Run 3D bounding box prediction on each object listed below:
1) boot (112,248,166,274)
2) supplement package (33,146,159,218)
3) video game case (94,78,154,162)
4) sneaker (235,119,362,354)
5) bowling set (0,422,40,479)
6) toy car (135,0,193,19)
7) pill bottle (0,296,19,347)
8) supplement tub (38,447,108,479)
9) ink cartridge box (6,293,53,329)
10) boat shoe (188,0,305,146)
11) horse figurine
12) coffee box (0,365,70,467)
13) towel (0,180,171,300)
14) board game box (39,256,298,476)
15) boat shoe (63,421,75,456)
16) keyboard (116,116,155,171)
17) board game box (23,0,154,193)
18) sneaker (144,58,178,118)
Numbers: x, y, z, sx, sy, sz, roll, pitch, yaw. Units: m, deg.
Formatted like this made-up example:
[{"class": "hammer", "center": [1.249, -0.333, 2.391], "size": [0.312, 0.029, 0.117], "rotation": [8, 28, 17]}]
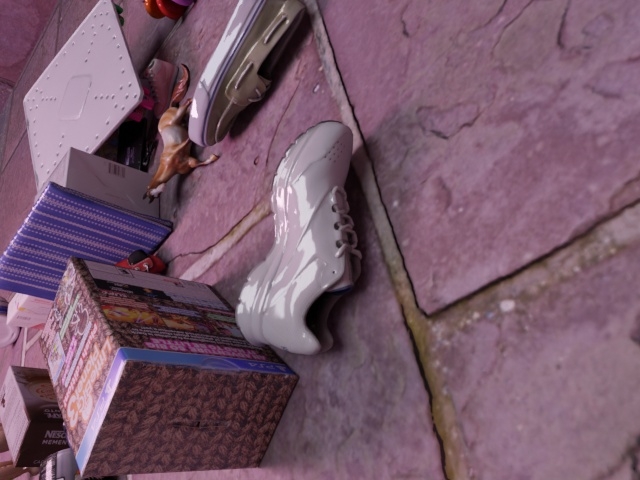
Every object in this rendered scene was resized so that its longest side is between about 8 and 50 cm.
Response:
[{"class": "boot", "center": [-0.365, 0.102, 0.978], "size": [0.176, 0.088, 0.244], "rotation": [-25, 32, -5]}, {"class": "supplement package", "center": [-0.477, -0.056, 1.136], "size": [0.203, 0.194, 0.149], "rotation": [-33, 52, 36]}, {"class": "video game case", "center": [-0.505, -0.291, 1.318], "size": [0.206, 0.026, 0.227], "rotation": [13, 85, 21]}, {"class": "sneaker", "center": [0.000, 0.000, 0.665], "size": [0.129, 0.111, 0.297], "rotation": [14, 91, 35]}, {"class": "bowling set", "center": [-0.716, 0.518, 1.261], "size": [0.287, 0.154, 0.200], "rotation": [-12, 86, 45]}, {"class": "toy car", "center": [-0.357, -0.600, 1.268], "size": [0.182, 0.159, 0.136], "rotation": [-33, 87, 36]}, {"class": "pill bottle", "center": [-1.031, 0.252, 1.717], "size": [0.186, 0.112, 0.112], "rotation": [31, 99, 50]}, {"class": "supplement tub", "center": [-0.430, 0.474, 0.943], "size": [0.117, 0.117, 0.190], "rotation": [-44, 47, 29]}, {"class": "ink cartridge box", "center": [-0.709, 0.152, 1.384], "size": [0.198, 0.115, 0.067], "rotation": [-39, 49, 32]}, {"class": "boat shoe", "center": [-0.129, -0.280, 0.900], "size": [0.302, 0.094, 0.109], "rotation": [-60, -4, 24]}, {"class": "horse figurine", "center": [-0.274, -0.215, 1.069], "size": [0.174, 0.066, 0.263], "rotation": [-24, 61, 34]}, {"class": "coffee box", "center": [-0.575, 0.364, 1.133], "size": [0.246, 0.141, 0.098], "rotation": [23, 93, 49]}, {"class": "towel", "center": [-0.484, 0.025, 1.079], "size": [0.336, 0.243, 0.040], "rotation": [-40, 46, 31]}, {"class": "board game box", "center": [-0.217, 0.159, 0.730], "size": [0.291, 0.232, 0.141], "rotation": [33, 102, 50]}, {"class": "boat shoe", "center": [-0.438, 0.258, 1.022], "size": [0.158, 0.127, 0.340], "rotation": [-55, 43, 8]}, {"class": "keyboard", "center": [-0.426, -0.194, 1.246], "size": [0.108, 0.023, 0.180], "rotation": [-4, 79, 25]}, {"class": "board game box", "center": [-0.570, -0.334, 1.296], "size": [0.390, 0.050, 0.390], "rotation": [-39, 58, 21]}, {"class": "sneaker", "center": [-0.376, -0.350, 1.232], "size": [0.051, 0.070, 0.134], "rotation": [5, 80, 46]}]
